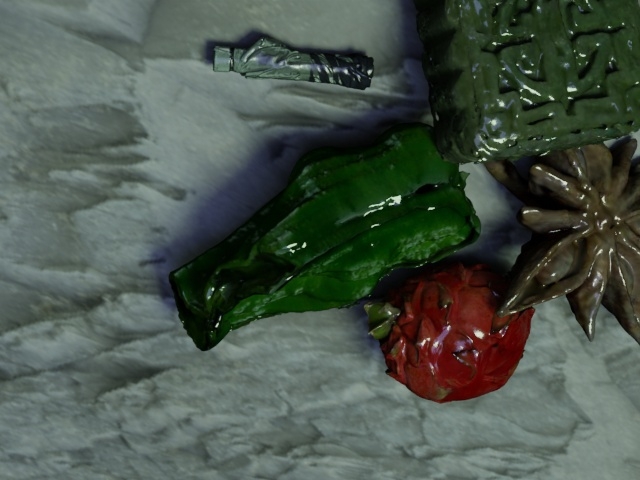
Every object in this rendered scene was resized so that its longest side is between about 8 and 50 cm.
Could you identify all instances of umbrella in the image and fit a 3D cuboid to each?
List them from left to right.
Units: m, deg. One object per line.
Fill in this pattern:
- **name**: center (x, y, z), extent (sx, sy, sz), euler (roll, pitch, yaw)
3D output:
- **umbrella**: center (-0.031, -0.208, 1.539), extent (0.188, 0.046, 0.050), euler (5, 98, -4)

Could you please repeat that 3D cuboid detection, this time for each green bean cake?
- **green bean cake**: center (0.236, -0.219, 1.468), extent (0.241, 0.132, 0.255), euler (-7, 90, -14)

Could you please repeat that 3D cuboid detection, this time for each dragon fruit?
- **dragon fruit**: center (0.163, 0.113, 1.617), extent (0.209, 0.172, 0.172), euler (-12, 113, 0)

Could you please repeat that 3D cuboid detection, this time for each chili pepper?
- **chili pepper**: center (-0.005, -0.010, 1.552), extent (0.385, 0.167, 0.213), euler (-26, 155, -3)

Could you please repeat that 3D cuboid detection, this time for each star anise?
- **star anise**: center (0.309, -0.026, 1.594), extent (0.349, 0.109, 0.292), euler (10, 72, -27)
